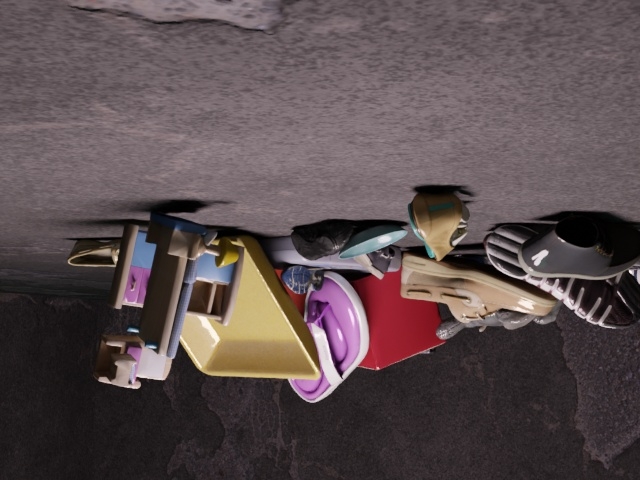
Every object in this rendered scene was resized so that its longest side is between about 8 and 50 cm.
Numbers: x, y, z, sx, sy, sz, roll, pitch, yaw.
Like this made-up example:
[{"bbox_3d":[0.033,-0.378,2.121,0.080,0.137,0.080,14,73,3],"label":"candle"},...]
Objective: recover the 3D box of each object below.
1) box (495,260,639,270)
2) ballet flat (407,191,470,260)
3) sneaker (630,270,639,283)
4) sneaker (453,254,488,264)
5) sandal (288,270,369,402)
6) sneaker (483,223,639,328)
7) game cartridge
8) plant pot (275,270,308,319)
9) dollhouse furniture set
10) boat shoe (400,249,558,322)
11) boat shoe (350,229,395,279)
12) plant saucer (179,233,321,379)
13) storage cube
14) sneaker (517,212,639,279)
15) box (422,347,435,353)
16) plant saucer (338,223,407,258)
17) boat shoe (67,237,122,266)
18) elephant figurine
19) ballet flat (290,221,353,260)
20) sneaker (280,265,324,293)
[{"bbox_3d":[0.463,0.026,1.751,0.183,0.056,0.231,4,173,-31],"label":"box"},{"bbox_3d":[0.166,-0.019,1.287,0.073,0.080,0.232,-16,173,9],"label":"ballet flat"},{"bbox_3d":[0.665,0.053,1.937,0.235,0.090,0.095,12,180,-45],"label":"sneaker"},{"bbox_3d":[0.280,0.064,2.093,0.152,0.058,0.084,-9,175,36],"label":"sneaker"},{"bbox_3d":[-0.003,0.229,1.982,0.102,0.169,0.416,-34,155,-34],"label":"sandal"},{"bbox_3d":[0.397,0.047,1.608,0.281,0.106,0.162,29,-178,-5],"label":"sneaker"},{"bbox_3d":[0.011,0.031,1.861,0.198,0.062,0.297,0,175,43],"label":"game cartridge"},{"bbox_3d":[-0.159,0.159,2.205,0.267,0.235,0.267,4,172,-35],"label":"plant pot"},{"bbox_3d":[-0.192,0.115,1.463,0.198,0.286,0.303,12,-179,-25],"label":"dollhouse furniture set"},{"bbox_3d":[0.299,0.102,1.852,0.122,0.110,0.341,0,-169,-45],"label":"boat shoe"},{"bbox_3d":[0.085,0.010,1.698,0.075,0.065,0.206,37,177,23],"label":"boat shoe"},{"bbox_3d":[-0.173,0.114,1.829,0.333,0.333,0.081,-5,-146,40],"label":"plant saucer"},{"bbox_3d":[0.122,0.151,2.049,0.215,0.193,0.184,-19,-173,-29],"label":"storage cube"},{"bbox_3d":[0.424,0.006,1.461,0.222,0.083,0.118,-7,162,-20],"label":"sneaker"},{"bbox_3d":[0.140,0.165,2.321,0.270,0.216,0.060,-3,174,21],"label":"box"},{"bbox_3d":[0.081,-0.002,1.553,0.119,0.021,0.119,-20,170,-4],"label":"plant saucer"},{"bbox_3d":[-0.397,0.029,1.801,0.153,0.048,0.056,5,131,13],"label":"boat shoe"},{"bbox_3d":[0.378,0.120,1.938,0.239,0.186,0.169,-17,-147,-35],"label":"elephant figurine"},{"bbox_3d":[0.000,0.000,1.573,0.049,0.057,0.173,-32,-167,-25],"label":"ballet flat"},{"bbox_3d":[-0.046,0.074,1.796,0.058,0.052,0.135,5,175,27],"label":"sneaker"}]
